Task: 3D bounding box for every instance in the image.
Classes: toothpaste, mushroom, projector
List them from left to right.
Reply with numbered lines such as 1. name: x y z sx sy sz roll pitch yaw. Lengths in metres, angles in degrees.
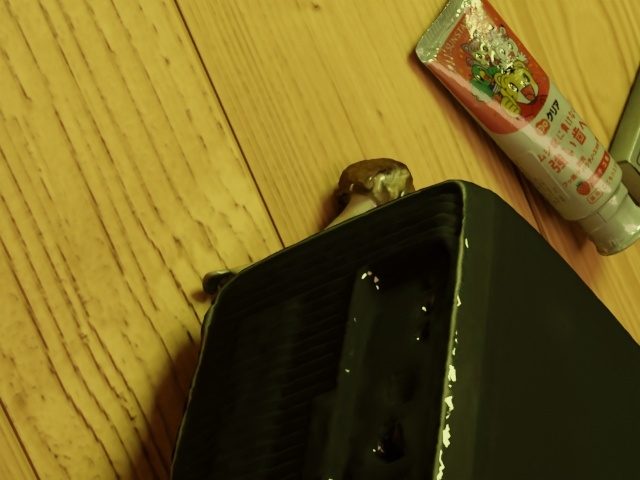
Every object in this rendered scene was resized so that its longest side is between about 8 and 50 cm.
1. mushroom: 0.000 0.000 1.297 0.187 0.061 0.060 -34 112 -38
2. projector: 0.094 0.236 1.157 0.405 0.242 0.395 46 37 -31
3. toothpaste: 0.160 -0.086 1.473 0.234 0.057 0.089 47 55 -19

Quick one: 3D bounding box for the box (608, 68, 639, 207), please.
1. box: 0.297 -0.097 1.612 0.115 0.036 0.177 44 56 -30
